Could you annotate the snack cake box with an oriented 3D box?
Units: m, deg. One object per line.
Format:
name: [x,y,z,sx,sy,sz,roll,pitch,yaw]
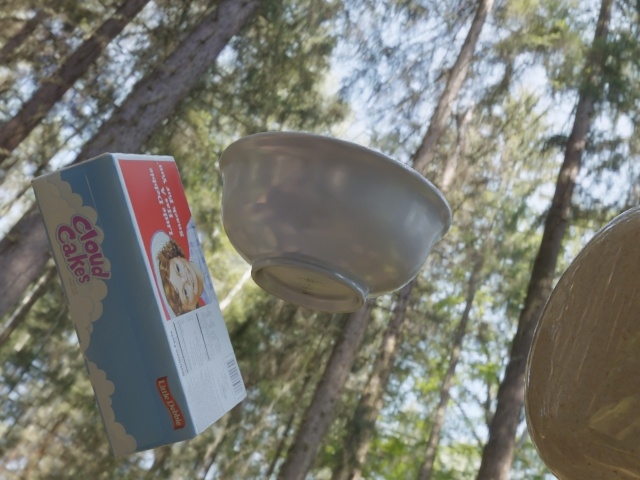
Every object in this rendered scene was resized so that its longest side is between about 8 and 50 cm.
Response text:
snack cake box: [-0.168,0.054,0.879,0.089,0.152,0.264,-17,-90,14]

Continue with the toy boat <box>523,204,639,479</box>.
toy boat: [0.206,0.072,0.398,0.151,0.151,0.231,27,-6,-33]

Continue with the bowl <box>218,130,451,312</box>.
bowl: [0.000,0.000,1.113,0.298,0.134,0.298,14,-22,6]
